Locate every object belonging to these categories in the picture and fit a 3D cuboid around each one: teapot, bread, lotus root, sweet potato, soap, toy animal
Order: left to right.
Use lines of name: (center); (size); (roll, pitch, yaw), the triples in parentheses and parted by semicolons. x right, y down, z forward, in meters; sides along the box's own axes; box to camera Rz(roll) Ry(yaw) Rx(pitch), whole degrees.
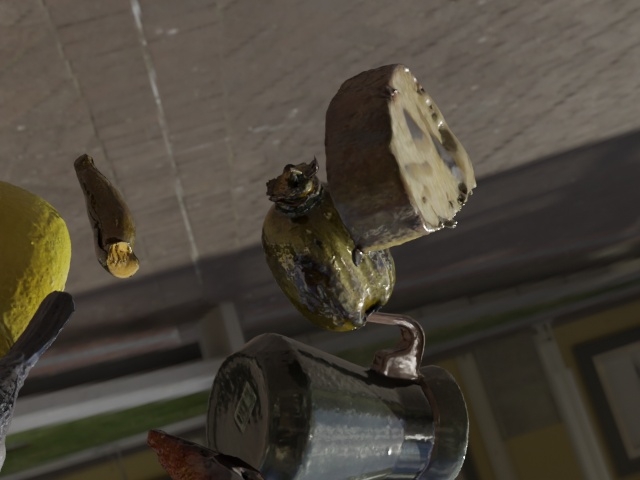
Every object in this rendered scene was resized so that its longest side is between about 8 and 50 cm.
soap: (-0.596, 0.057, 1.896); (0.306, 0.427, 0.115); (15, 140, -10)
toy animal: (-0.393, 0.216, 1.265); (0.081, 0.206, 0.367); (17, -154, 13)
sweet potato: (-0.414, -0.048, 2.153); (0.085, 0.286, 0.112); (-20, 153, 0)
bread: (-0.108, 0.301, 1.253); (0.139, 0.095, 0.269); (32, 175, -32)
lotus root: (-0.001, -0.001, 1.427); (0.154, 0.154, 0.278); (-21, 124, 13)
teapot: (0.028, 0.250, 1.635); (0.344, 0.300, 0.253); (8, -177, -31)
lotus root: (0.075, -0.080, 1.037); (0.074, 0.170, 0.260); (-21, -167, 25)
